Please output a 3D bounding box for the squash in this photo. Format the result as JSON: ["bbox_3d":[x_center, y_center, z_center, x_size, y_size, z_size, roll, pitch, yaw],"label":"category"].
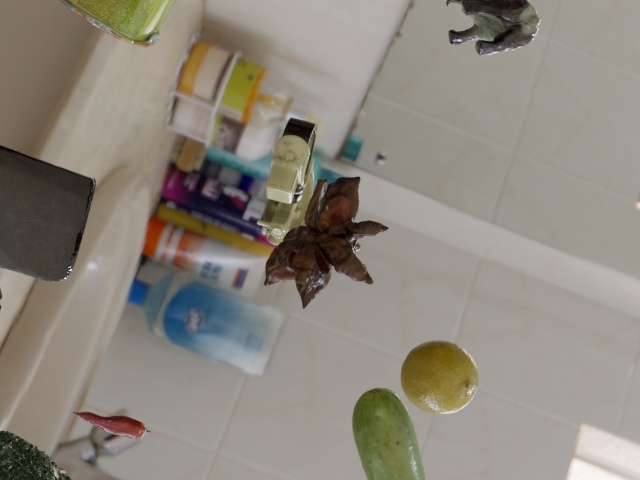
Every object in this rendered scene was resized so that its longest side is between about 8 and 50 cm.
[{"bbox_3d":[0.146,0.458,1.746,0.118,0.118,0.370,-82,157,-75],"label":"squash"}]

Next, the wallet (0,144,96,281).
[{"bbox_3d":[-0.463,-0.057,1.219,0.045,0.318,0.172,0,-107,46],"label":"wallet"}]

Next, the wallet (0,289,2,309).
[{"bbox_3d":[-0.843,0.092,1.889,0.223,0.310,0.077,52,-43,42],"label":"wallet"}]

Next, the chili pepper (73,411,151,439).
[{"bbox_3d":[-0.457,0.403,1.981,0.045,0.178,0.027,-62,-162,17],"label":"chili pepper"}]

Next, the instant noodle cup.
[{"bbox_3d":[-0.309,-0.470,1.425,0.200,0.264,0.264,-47,-168,22],"label":"instant noodle cup"}]

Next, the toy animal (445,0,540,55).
[{"bbox_3d":[0.282,-0.373,1.500,0.225,0.121,0.093,-119,-160,-68],"label":"toy animal"}]

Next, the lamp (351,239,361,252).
[{"bbox_3d":[0.073,0.026,2.260,0.083,0.031,0.063,-57,138,-28],"label":"lamp"}]

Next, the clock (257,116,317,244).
[{"bbox_3d":[-0.081,-0.148,2.345,0.379,0.120,0.276,92,14,-65],"label":"clock"}]

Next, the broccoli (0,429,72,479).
[{"bbox_3d":[-0.473,0.424,1.304,0.275,0.308,0.308,-38,-157,37],"label":"broccoli"}]

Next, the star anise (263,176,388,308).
[{"bbox_3d":[-0.001,0.004,1.349,0.196,0.111,0.212,-34,-136,37],"label":"star anise"}]

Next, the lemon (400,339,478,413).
[{"bbox_3d":[0.281,0.327,2.166,0.203,0.178,0.178,5,-111,47],"label":"lemon"}]
